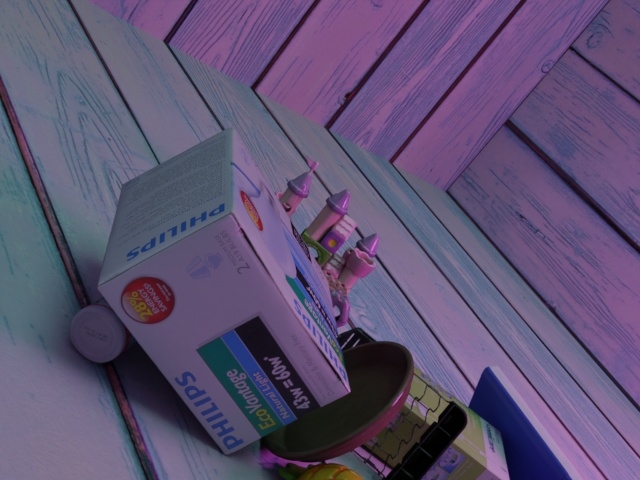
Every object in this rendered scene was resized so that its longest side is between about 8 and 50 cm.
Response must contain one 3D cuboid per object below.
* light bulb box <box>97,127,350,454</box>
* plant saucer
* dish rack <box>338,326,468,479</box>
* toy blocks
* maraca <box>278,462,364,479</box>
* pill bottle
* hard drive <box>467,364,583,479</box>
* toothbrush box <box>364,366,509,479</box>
[{"bbox_3d":[-0.146,0.068,1.474,0.358,0.225,0.361,58,8,-25],"label":"light bulb box"},{"bbox_3d":[0.033,0.263,1.503,0.041,0.278,0.278,59,12,-17],"label":"plant saucer"},{"bbox_3d":[0.096,0.295,1.638,0.271,0.208,0.074,40,6,2],"label":"dish rack"},{"bbox_3d":[0.000,0.000,2.062,0.288,0.260,0.309,38,17,-5],"label":"toy blocks"},{"bbox_3d":[0.010,0.384,1.417,0.127,0.099,0.185,16,6,-32],"label":"maraca"},{"bbox_3d":[-0.308,0.123,1.423,0.087,0.087,0.160,40,18,3],"label":"pill bottle"},{"bbox_3d":[0.399,0.440,1.889,0.040,0.210,0.319,-6,40,-25],"label":"hard drive"},{"bbox_3d":[0.215,0.377,1.798,0.283,0.122,0.206,36,17,-7],"label":"toothbrush box"}]
